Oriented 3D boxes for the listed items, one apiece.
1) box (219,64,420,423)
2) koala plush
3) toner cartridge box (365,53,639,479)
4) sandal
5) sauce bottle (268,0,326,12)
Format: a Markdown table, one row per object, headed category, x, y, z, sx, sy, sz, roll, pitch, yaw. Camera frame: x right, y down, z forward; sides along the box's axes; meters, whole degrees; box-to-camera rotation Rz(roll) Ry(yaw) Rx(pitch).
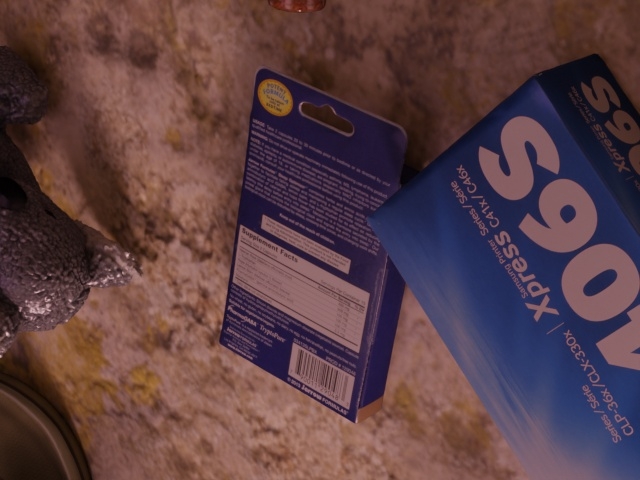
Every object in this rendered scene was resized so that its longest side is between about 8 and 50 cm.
| category | x | y | z | sx | sy | sz | roll | pitch | yaw |
| --- | --- | --- | --- | --- | --- | --- | --- | --- | --- |
| box | 0.000 | 0.000 | 1.008 | 0.136 | 0.036 | 0.225 | 28 | 123 | 32 |
| koala plush | -0.260 | -0.004 | 1.150 | 0.221 | 0.196 | 0.203 | 37 | 138 | 26 |
| toner cartridge box | 0.184 | 0.082 | 0.846 | 0.165 | 0.075 | 0.348 | -42 | 76 | 43 |
| sandal | -0.256 | 0.251 | 1.292 | 0.120 | 0.086 | 0.303 | -28 | 86 | 44 |
| sauce bottle | -0.012 | -0.213 | 0.940 | 0.042 | 0.042 | 0.128 | 22 | 119 | 35 |
